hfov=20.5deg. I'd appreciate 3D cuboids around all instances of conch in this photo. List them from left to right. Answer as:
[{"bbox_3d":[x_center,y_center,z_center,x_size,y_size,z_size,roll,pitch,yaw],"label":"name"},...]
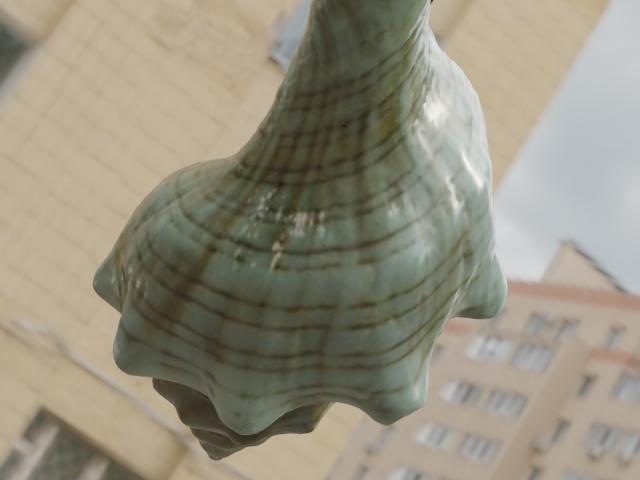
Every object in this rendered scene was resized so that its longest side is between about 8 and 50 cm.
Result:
[{"bbox_3d":[0.003,0.013,0.892,0.203,0.169,0.386,-4,-24,-26],"label":"conch"}]
